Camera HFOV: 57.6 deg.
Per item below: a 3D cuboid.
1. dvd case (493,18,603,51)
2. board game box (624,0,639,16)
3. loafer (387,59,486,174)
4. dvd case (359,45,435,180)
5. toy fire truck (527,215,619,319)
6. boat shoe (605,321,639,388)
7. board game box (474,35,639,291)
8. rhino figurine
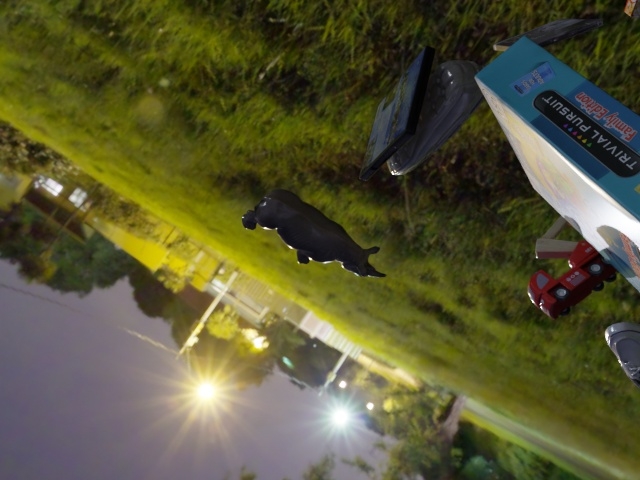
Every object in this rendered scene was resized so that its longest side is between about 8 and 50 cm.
[{"bbox_3d":[0.495,-0.456,1.292,0.221,0.165,0.018,-94,-17,-70],"label":"dvd case"},{"bbox_3d":[0.549,-0.420,0.839,0.147,0.045,0.193,9,123,7],"label":"board game box"},{"bbox_3d":[0.228,-0.230,1.159,0.112,0.112,0.319,-4,159,-23],"label":"loafer"},{"bbox_3d":[0.143,-0.236,1.130,0.022,0.180,0.253,18,163,-11],"label":"dvd case"},{"bbox_3d":[0.374,0.019,0.876,0.135,0.192,0.047,49,171,47],"label":"toy fire truck"},{"bbox_3d":[0.770,0.296,1.401,0.096,0.088,0.267,-23,127,28],"label":"boat shoe"},{"bbox_3d":[0.332,-0.051,0.656,0.254,0.079,0.336,41,-164,-44],"label":"board game box"},{"bbox_3d":[0.000,0.000,0.909,0.243,0.073,0.106,31,156,-10],"label":"rhino figurine"}]
